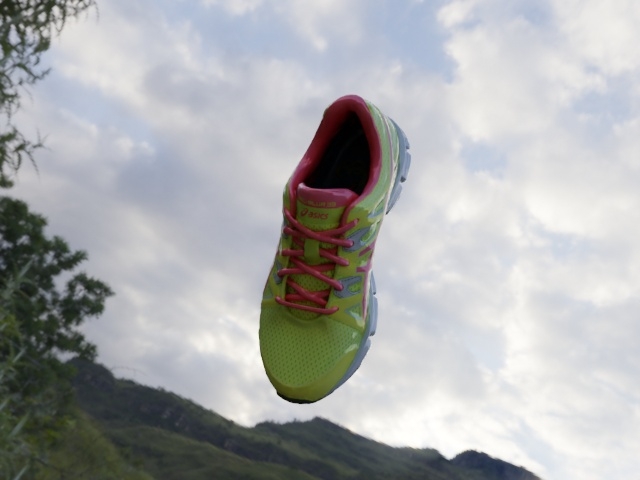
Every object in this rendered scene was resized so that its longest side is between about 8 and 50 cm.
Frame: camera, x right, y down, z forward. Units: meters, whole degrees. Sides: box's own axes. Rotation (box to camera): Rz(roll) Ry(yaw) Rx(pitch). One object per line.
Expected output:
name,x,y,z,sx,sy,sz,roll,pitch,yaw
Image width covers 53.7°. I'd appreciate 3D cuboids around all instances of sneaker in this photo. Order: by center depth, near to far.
sneaker,0.000,0.000,0.409,0.082,0.208,0.094,10,-11,17
